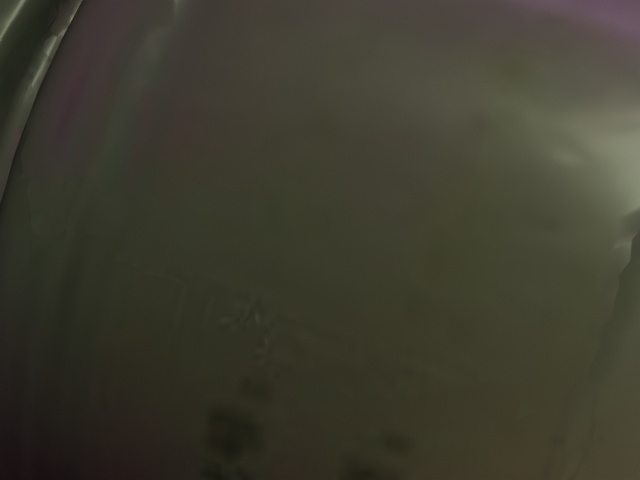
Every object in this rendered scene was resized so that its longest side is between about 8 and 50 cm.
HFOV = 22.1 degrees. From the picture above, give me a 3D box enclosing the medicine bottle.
[{"bbox_3d":[0.000,0.000,0.465,0.324,0.256,0.256,19,48,23],"label":"medicine bottle"}]
